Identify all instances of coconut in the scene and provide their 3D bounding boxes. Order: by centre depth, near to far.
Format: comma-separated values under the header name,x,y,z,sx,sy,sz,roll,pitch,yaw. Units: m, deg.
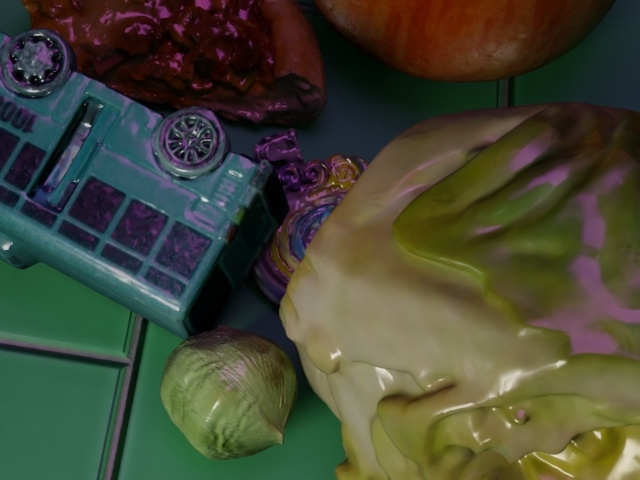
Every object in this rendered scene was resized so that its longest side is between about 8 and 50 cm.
name,x,y,z,sx,sy,sz,roll,pitch,yaw
coconut,-0.055,0.099,1.122,0.096,0.088,0.088,38,54,26

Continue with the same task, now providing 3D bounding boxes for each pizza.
name,x,y,z,sx,sy,sz,roll,pitch,yaw
pizza,-0.132,-0.181,1.339,0.229,0.081,0.289,-24,59,-27

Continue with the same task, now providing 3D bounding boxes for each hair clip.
name,x,y,z,sx,sy,sz,roll,pitch,yaw
hair clip,0.000,0.000,1.243,0.116,0.049,0.172,-23,66,-11

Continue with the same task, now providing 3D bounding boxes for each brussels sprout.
name,x,y,z,sx,sy,sz,roll,pitch,yaw
brussels sprout,0.150,0.057,1.074,0.344,0.268,0.344,2,55,-2

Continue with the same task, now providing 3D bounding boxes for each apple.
name,x,y,z,sx,sy,sz,roll,pitch,yaw
apple,0.120,-0.260,1.353,0.286,0.233,0.286,6,49,-7

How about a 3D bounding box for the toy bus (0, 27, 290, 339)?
name,x,y,z,sx,sy,sz,roll,pitch,yaw
toy bus,-0.163,-0.043,1.172,0.256,0.128,0.147,27,80,10
